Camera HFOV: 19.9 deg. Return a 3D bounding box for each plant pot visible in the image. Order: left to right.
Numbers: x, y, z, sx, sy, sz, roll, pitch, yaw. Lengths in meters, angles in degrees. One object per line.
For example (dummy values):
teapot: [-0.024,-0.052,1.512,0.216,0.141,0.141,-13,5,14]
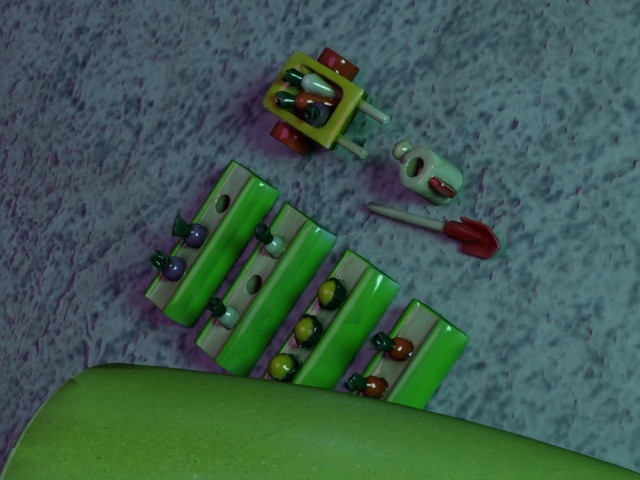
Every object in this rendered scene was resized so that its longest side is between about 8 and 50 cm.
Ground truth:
plant pot: [0.034,0.189,0.859,0.293,0.275,0.275,-4,65,22]

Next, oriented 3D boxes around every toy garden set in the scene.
toy garden set: [0.000,0.000,1.106,0.244,0.049,0.204,37,95,46]
